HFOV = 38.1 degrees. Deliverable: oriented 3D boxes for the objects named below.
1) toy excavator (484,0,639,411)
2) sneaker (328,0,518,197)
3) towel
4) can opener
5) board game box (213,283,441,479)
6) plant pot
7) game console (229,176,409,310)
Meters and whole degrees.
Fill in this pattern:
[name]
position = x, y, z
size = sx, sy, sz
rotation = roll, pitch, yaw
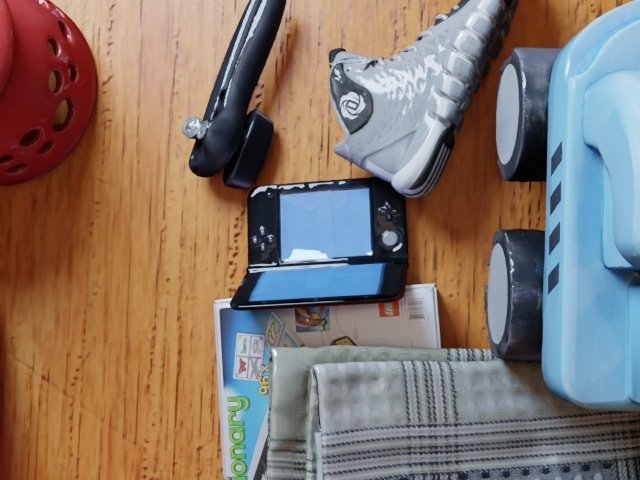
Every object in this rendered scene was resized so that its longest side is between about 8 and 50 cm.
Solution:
[toy excavator]
position = 0.249, 0.039, 0.554
size = 0.222, 0.445, 0.433
rotation = 2, 86, -1
[sneaker]
position = 0.076, -0.162, 0.796
size = 0.132, 0.086, 0.229
rotation = 25, 87, 16
[towel]
position = 0.109, 0.238, 0.721
size = 0.324, 0.056, 0.312
rotation = 1, 84, -11
[can opener]
position = -0.074, -0.141, 0.838
size = 0.059, 0.073, 0.186
rotation = 8, 82, 48
[board game box]
position = 0.015, 0.196, 0.790
size = 0.193, 0.053, 0.305
rotation = -4, 85, 8
[plant pot]
position = -0.316, -0.154, 0.813
size = 0.191, 0.174, 0.191
rotation = -1, 83, 8
[game console]
position = 0.000, 0.000, 0.786
size = 0.144, 0.085, 0.124
rotation = -3, 78, 9
